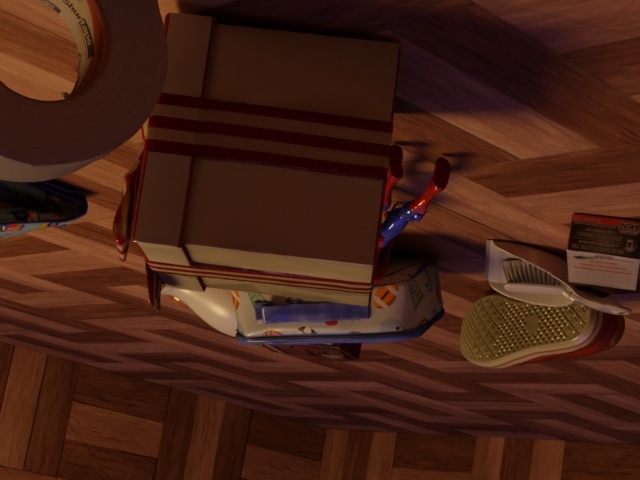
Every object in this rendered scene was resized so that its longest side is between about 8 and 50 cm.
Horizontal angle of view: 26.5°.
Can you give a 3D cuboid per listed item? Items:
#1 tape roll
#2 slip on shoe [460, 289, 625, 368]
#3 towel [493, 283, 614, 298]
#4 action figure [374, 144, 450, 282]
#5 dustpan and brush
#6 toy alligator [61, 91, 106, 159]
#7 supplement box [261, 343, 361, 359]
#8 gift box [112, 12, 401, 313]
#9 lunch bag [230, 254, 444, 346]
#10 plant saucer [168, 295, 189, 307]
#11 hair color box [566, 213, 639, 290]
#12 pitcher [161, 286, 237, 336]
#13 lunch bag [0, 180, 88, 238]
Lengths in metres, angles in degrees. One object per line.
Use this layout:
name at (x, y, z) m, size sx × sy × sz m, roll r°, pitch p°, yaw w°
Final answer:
tape roll at (-0.239, -0.161, 1.116) m, size 0.219 × 0.219 × 0.072 m, roll 17°, pitch 164°, yaw -26°
slip on shoe at (0.331, 0.140, 2.092) m, size 0.101 × 0.123 × 0.331 m, roll 18°, pitch 162°, yaw -31°
towel at (0.354, 0.075, 2.083) m, size 0.102 × 0.021 × 0.237 m, roll 18°, pitch 166°, yaw -11°
action figure at (0.074, -0.044, 1.682) m, size 0.091 × 0.139 × 0.280 m, roll 16°, pitch 143°, yaw -12°
dustpan and brush at (0.334, 0.065, 1.920) m, size 0.211 × 0.060 × 0.147 m, roll 7°, pitch 155°, yaw 9°
toy alligator at (-0.261, -0.141, 1.573) m, size 0.051 × 0.056 × 0.189 m, roll -31°, pitch 169°, yaw -11°
supplement box at (-0.024, 0.172, 2.590) m, size 0.188 × 0.080 × 0.104 m, roll 3°, pitch 164°, yaw 25°
gift box at (-0.064, -0.056, 1.351) m, size 0.258 × 0.255 × 0.276 m, roll 7°, pitch 163°, yaw 1°
lunch bag at (0.020, 0.091, 2.000) m, size 0.303 × 0.115 × 0.243 m, roll -4°, pitch -171°, yaw 18°
plant saucer at (-0.225, 0.073, 2.326) m, size 0.083 × 0.083 × 0.013 m, roll 13°, pitch 160°, yaw -12°
hair color box at (0.369, 0.017, 1.761) m, size 0.093 × 0.053 × 0.167 m, roll 8°, pitch 167°, yaw 13°
pitcher at (-0.161, 0.073, 2.240) m, size 0.207 × 0.125 × 0.178 m, roll 23°, pitch 152°, yaw -7°
lunch bag at (-0.501, -0.045, 1.997) m, size 0.293 × 0.138 × 0.221 m, roll 9°, pitch 167°, yaw -39°
